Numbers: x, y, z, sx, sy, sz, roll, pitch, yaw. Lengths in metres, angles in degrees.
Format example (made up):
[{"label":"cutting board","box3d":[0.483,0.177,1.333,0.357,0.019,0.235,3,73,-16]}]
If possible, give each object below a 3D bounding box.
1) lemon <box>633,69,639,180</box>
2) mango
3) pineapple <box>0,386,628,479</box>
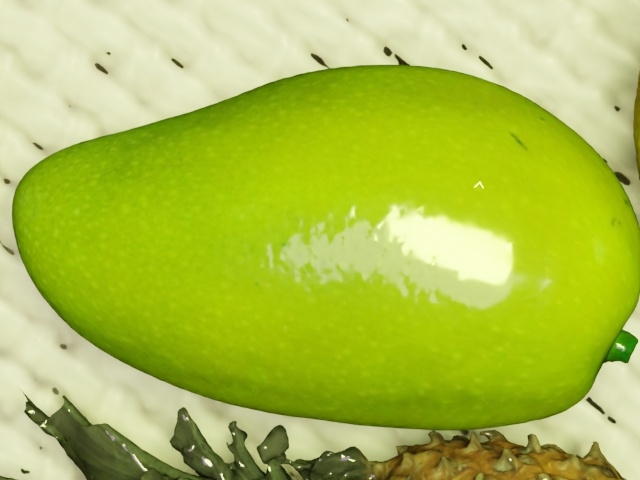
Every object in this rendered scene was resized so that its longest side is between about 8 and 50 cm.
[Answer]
[{"label":"lemon","box3d":[0.284,-0.070,0.773,0.267,0.267,0.267,0,94,1]},{"label":"mango","box3d":[0.000,0.000,0.835,0.343,0.156,0.192,5,86,5]},{"label":"pineapple","box3d":[-0.009,0.176,0.865,0.364,0.165,0.165,4,95,9]}]
